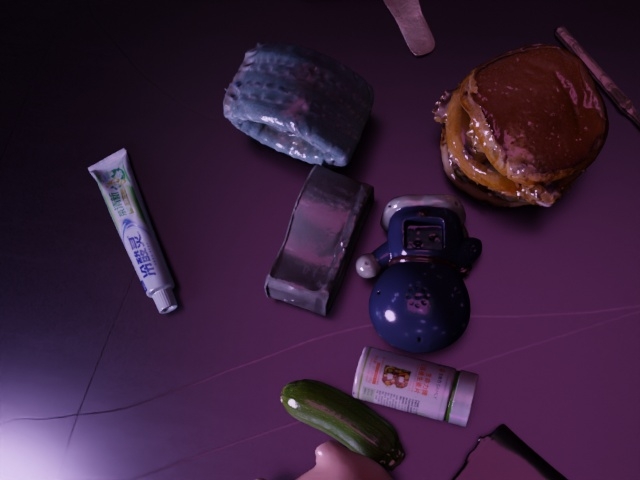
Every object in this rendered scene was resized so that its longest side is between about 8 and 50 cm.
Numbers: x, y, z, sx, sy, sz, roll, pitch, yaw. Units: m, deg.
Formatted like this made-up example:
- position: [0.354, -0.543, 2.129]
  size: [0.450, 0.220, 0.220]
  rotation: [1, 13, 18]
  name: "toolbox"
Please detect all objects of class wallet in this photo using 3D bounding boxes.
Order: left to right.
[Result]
- position: [0.350, 0.465, 1.493]
  size: [0.377, 0.051, 0.197]
  rotation: [41, 86, 14]
  name: "wallet"

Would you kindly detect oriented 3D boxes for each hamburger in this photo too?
- position: [0.303, -0.182, 1.540]
  size: [0.261, 0.211, 0.245]
  rotation: [17, 74, 5]
  name: "hamburger"

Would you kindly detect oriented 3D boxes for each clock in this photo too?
- position: [0.154, 0.055, 1.553]
  size: [0.200, 0.146, 0.243]
  rotation: [3, 72, 4]
  name: "clock"

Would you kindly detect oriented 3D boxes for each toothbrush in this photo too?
- position: [0.480, -0.244, 1.624]
  size: [0.026, 0.028, 0.294]
  rotation: [-37, 72, -2]
  name: "toothbrush"

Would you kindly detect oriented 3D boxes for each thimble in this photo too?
- position: [-0.038, -0.221, 1.597]
  size: [0.235, 0.198, 0.143]
  rotation: [21, 81, 5]
  name: "thimble"

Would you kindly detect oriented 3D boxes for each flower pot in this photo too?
- position: [0.000, 0.000, 1.599]
  size: [0.108, 0.103, 0.229]
  rotation: [19, 82, 10]
  name: "flower pot"

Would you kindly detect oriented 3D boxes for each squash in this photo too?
- position: [0.037, 0.283, 1.558]
  size: [0.219, 0.068, 0.077]
  rotation: [32, 68, 12]
  name: "squash"

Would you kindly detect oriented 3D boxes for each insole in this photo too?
- position: [0.145, -0.403, 1.704]
  size: [0.063, 0.010, 0.192]
  rotation: [-21, 77, 3]
  name: "insole"

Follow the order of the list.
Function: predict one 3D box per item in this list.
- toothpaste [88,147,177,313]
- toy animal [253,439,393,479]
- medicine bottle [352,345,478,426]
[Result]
- position: [-0.310, -0.015, 1.675]
  size: [0.075, 0.048, 0.296]
  rotation: [-27, 73, 5]
  name: "toothpaste"
- position: [-0.015, 0.467, 1.470]
  size: [0.326, 0.237, 0.269]
  rotation: [-33, 66, -2]
  name: "toy animal"
- position: [0.147, 0.226, 1.545]
  size: [0.183, 0.086, 0.086]
  rotation: [13, 81, 10]
  name: "medicine bottle"
